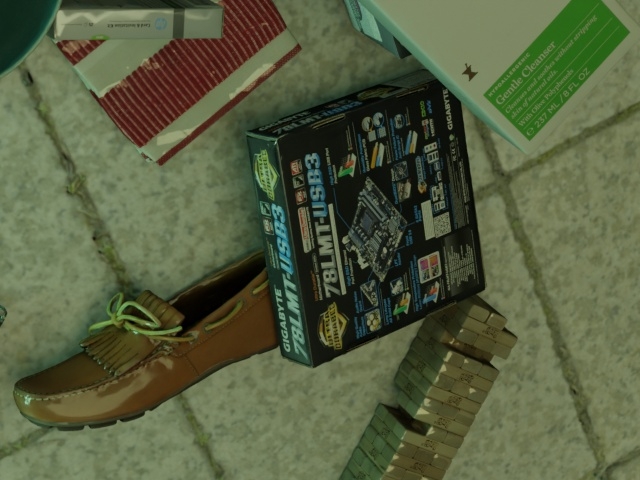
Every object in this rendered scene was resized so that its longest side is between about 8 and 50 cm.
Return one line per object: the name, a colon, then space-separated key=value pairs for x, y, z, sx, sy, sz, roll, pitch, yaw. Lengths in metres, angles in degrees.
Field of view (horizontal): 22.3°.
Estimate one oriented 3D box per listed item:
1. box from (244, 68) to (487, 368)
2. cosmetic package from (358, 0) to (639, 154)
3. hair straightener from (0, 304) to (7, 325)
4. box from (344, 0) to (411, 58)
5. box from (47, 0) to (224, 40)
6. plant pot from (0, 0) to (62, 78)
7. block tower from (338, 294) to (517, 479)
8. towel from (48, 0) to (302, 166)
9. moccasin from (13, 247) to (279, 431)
box: x=0.061 y=-0.031 z=1.980 sx=0.293 sy=0.073 sz=0.295 roll=-22 pitch=112 yaw=-33
cosmetic package: x=0.148 y=-0.288 z=1.749 sx=0.365 sy=0.155 sz=0.197 roll=39 pitch=96 yaw=-30
hair straightener: x=-0.470 y=0.134 z=1.887 sx=0.230 sy=0.047 sz=0.089 roll=-33 pitch=118 yaw=-9
box: x=0.084 y=-0.361 z=1.877 sx=0.142 sy=0.163 sz=0.247 roll=-25 pitch=117 yaw=-11
box: x=-0.216 y=-0.247 z=1.760 sx=0.186 sy=0.145 sz=0.038 roll=-3 pitch=108 yaw=-24
plant pot: x=-0.418 y=-0.305 z=1.662 sx=0.290 sy=0.195 sz=0.290 roll=-6 pitch=110 yaw=-18
block tower: x=0.139 y=0.230 z=2.153 sx=0.091 sy=0.097 sz=0.335 roll=24 pitch=99 yaw=-27
towel: x=-0.196 y=-0.274 z=1.863 sx=0.237 sy=0.037 sz=0.329 roll=-40 pitch=119 yaw=-6
moccasin: x=-0.190 y=0.111 z=1.945 sx=0.380 sy=0.139 sz=0.147 roll=-22 pitch=115 yaw=-15
